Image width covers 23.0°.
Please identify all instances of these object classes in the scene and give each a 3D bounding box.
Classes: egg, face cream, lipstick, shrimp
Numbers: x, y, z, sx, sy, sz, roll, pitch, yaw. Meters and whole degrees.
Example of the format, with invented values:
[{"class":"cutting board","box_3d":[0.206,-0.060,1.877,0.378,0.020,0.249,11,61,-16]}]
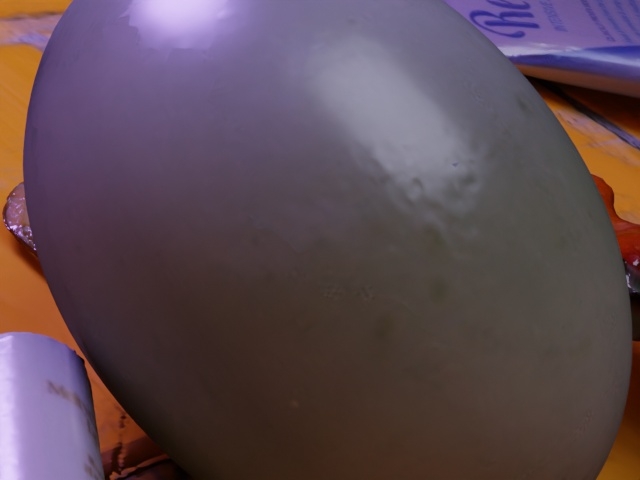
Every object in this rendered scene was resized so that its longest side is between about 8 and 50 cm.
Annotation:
[{"class":"egg","box_3d":[0.000,0.000,0.615,0.203,0.203,0.283,-15,64,-53]},{"class":"face cream","box_3d":[0.265,-0.167,1.306,0.420,0.137,0.235,7,31,-11]},{"class":"lipstick","box_3d":[-0.087,0.125,0.478,0.059,0.059,0.264,14,27,-22]},{"class":"shrimp","box_3d":[-0.097,0.002,0.739,0.114,0.023,0.083,23,29,8]}]

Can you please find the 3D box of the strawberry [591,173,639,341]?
[{"class":"strawberry","box_3d":[0.070,-0.006,0.820,0.174,0.098,0.228,11,26,-28]}]
